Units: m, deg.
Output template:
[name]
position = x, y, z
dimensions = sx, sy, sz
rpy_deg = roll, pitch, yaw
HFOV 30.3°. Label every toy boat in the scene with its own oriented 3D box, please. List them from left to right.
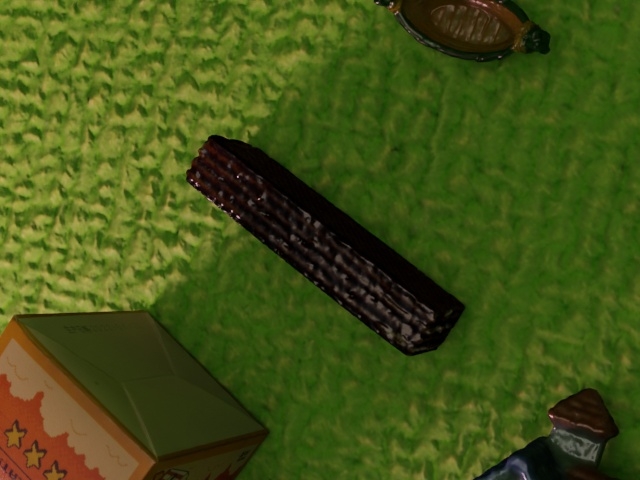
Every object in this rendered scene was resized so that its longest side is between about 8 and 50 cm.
[toy boat]
position = 0.173, -0.259, 1.395
dimensions = 0.229, 0.088, 0.089
rpy_deg = 21, 96, 24

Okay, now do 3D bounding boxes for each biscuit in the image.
[biscuit]
position = 0.000, 0.000, 1.452
dimensions = 0.388, 0.107, 0.073
rpy_deg = 39, 106, 21

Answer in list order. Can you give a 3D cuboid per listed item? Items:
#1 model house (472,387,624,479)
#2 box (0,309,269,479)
[model house]
position = 0.273, 0.330, 1.254
dimensions = 0.295, 0.252, 0.329
rpy_deg = 21, 90, 24
[box]
position = -0.267, 0.246, 1.467
dimensions = 0.259, 0.283, 0.214
rpy_deg = 42, 106, 20
